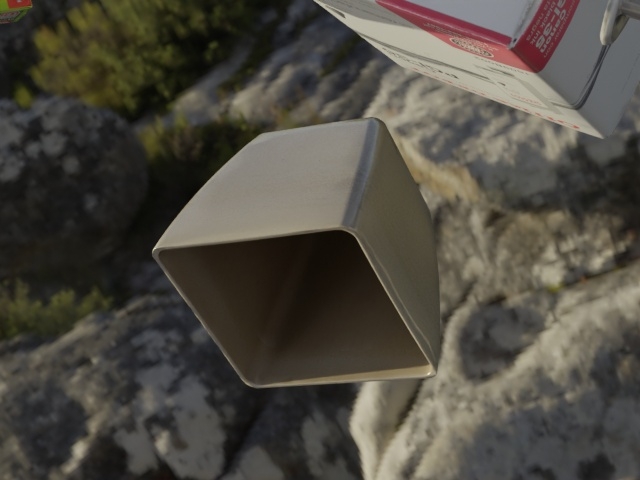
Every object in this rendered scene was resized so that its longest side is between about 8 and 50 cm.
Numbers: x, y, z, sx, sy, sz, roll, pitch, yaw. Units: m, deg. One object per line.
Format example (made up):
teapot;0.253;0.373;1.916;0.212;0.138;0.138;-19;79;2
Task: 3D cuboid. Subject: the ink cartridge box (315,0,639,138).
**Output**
ink cartridge box;0.119;-0.185;1.041;0.207;0.283;0.117;24;91;26

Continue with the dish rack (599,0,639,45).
dish rack;0.225;-0.247;0.591;0.072;0.285;0.333;25;44;12

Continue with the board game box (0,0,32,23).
board game box;-0.313;-0.198;1.022;0.181;0.092;0.043;-14;-1;-30

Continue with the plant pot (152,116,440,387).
plant pot;0.000;0.000;0.692;0.109;0.109;0.096;-7;45;28
